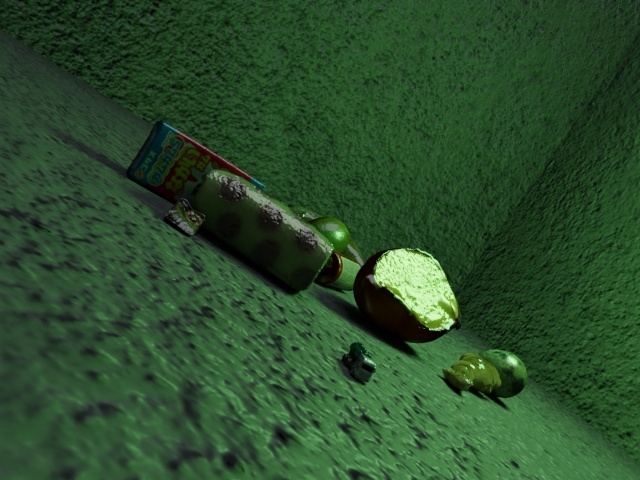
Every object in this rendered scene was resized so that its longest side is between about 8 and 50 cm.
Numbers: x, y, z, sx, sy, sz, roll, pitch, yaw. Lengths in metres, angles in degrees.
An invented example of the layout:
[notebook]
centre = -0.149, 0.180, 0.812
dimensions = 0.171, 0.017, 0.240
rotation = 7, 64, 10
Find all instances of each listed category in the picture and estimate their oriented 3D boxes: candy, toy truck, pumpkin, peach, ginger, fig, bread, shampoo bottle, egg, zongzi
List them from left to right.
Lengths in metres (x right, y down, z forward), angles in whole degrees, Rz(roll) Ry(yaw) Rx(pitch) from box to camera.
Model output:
[pumpkin]
centre = -0.289, -0.044, 1.162
dimensions = 0.073, 0.035, 0.101
rotation = 40, 28, -8
[candy]
centre = -0.312, -0.158, 1.397
dimensions = 0.306, 0.157, 0.100
rotation = 32, 1, -25
[bread]
centre = -0.134, -0.025, 1.291
dimensions = 0.338, 0.155, 0.187
rotation = 33, 0, -2
[fig]
centre = 0.000, 0.000, 1.903
dimensions = 0.181, 0.181, 0.191
rotation = 37, 12, 39
[zongzi]
centre = 0.013, 0.012, 2.073
dimensions = 0.323, 0.159, 0.360
rotation = 25, 15, -32
[shampoo bottle]
centre = 0.034, 0.084, 1.649
dimensions = 0.104, 0.104, 0.278
rotation = 36, 5, 28
[toy truck]
centre = 0.069, 0.209, 0.954
dimensions = 0.039, 0.044, 0.083
rotation = 30, 5, -15
[peach]
centre = 0.207, 0.162, 1.525
dimensions = 0.362, 0.201, 0.257
rotation = 14, 55, -38
[ginger]
centre = 0.409, 0.371, 1.490
dimensions = 0.131, 0.086, 0.295
rotation = 46, 17, 23
[egg]
centre = 0.543, 0.402, 1.678
dimensions = 0.141, 0.141, 0.182
rotation = 32, -6, -24
